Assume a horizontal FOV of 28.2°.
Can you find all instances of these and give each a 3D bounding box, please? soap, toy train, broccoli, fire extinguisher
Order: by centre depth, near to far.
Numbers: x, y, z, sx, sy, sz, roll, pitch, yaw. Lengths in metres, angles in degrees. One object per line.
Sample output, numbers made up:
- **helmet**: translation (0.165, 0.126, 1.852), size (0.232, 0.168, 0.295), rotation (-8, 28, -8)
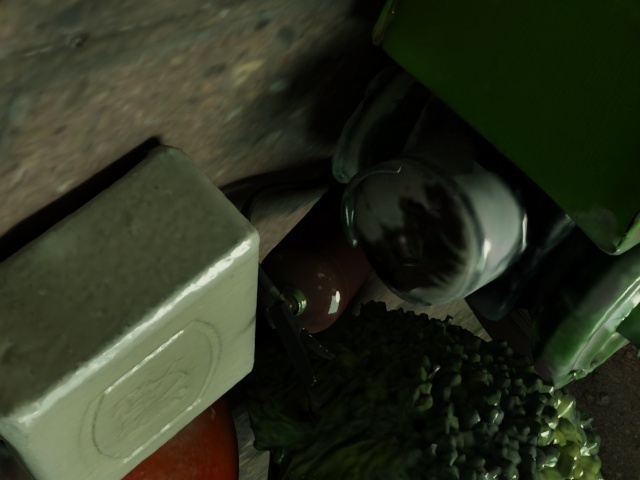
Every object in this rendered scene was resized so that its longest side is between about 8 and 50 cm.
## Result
- **soap**: translation (-0.089, 0.045, 0.544), size (0.121, 0.064, 0.183), rotation (-38, 166, -16)
- **toy train**: translation (0.154, -0.084, 0.566), size (0.307, 0.173, 0.249), rotation (-27, 155, -39)
- **fire extinguisher**: translation (0.000, 0.000, 0.607), size (0.045, 0.078, 0.157), rotation (-33, -172, 31)
- **broccoli**: translation (0.074, 0.189, 0.824), size (0.249, 0.302, 0.375), rotation (-1, 166, -5)

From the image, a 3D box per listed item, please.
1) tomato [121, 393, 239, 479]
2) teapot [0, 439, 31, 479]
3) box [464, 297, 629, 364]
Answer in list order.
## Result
- **tomato**: translation (-0.122, 0.179, 0.768), size (0.228, 0.112, 0.199), rotation (-36, 163, -26)
- **teapot**: translation (-0.238, 0.250, 0.546), size (0.312, 0.233, 0.315), rotation (-37, 136, 6)
- **box**: translation (0.254, -0.052, 0.874), size (0.333, 0.145, 0.173), rotation (-31, 164, -10)
